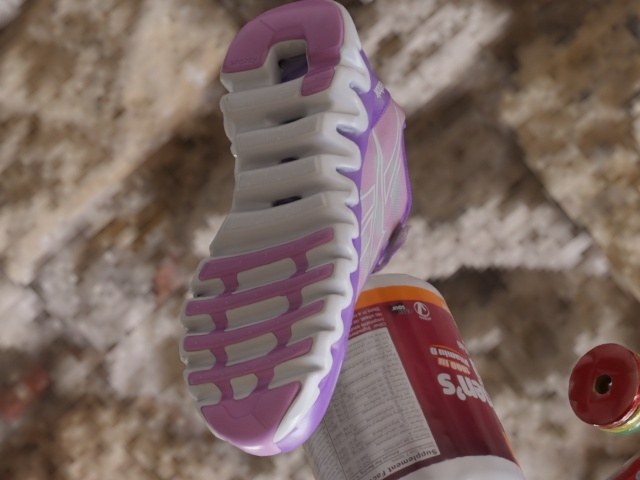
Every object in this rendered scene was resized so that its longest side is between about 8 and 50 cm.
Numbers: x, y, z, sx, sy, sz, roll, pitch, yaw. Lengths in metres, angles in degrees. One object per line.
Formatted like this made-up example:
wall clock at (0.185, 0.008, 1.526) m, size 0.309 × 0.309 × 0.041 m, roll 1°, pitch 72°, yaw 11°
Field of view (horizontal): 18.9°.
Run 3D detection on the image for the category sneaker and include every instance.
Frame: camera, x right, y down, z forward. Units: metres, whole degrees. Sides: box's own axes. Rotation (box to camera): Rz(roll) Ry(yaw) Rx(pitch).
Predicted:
sneaker at (0.000, 0.000, 0.969) m, size 0.095 × 0.104 × 0.236 m, roll -8°, pitch -119°, yaw 31°

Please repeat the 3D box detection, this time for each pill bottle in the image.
pill bottle at (0.057, 0.139, 1.191) m, size 0.121 × 0.221 × 0.121 m, roll -15°, pitch 145°, yaw -11°

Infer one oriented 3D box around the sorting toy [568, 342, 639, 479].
sorting toy at (0.159, 0.184, 0.970) m, size 0.132 × 0.046 × 0.274 m, roll -43°, pitch -133°, yaw 21°
